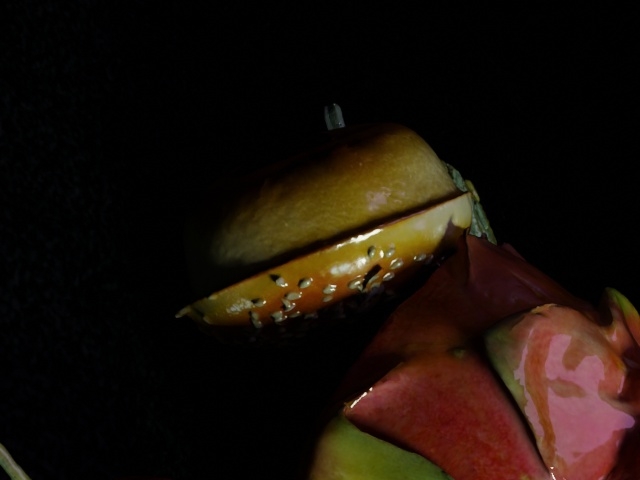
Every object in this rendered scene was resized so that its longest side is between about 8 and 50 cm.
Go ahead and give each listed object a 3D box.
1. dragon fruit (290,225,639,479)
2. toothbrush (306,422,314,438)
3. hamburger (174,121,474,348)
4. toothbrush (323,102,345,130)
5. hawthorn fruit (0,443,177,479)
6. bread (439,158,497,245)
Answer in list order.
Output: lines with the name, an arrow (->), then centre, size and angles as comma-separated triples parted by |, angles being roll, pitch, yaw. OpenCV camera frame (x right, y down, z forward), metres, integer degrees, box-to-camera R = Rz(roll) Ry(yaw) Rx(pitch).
dragon fruit -> 0.136, 0.165, 0.857 | 0.226, 0.305, 0.305 | 32, 20, 22
toothbrush -> 0.109, 0.243, 1.077 | 0.364, 0.041, 0.040 | 41, 37, -36
hamburger -> 0.004, -0.001, 0.908 | 0.237, 0.237, 0.147 | -37, 107, -60
toothbrush -> 0.034, -0.042, 1.200 | 0.014, 0.017, 0.194 | 4, 67, -51
hawthorn fruit -> -0.122, 0.160, 0.667 | 0.285, 0.165, 0.165 | 46, 34, -20
bread -> 0.135, -0.011, 1.291 | 0.117, 0.064, 0.156 | 16, 56, -55
